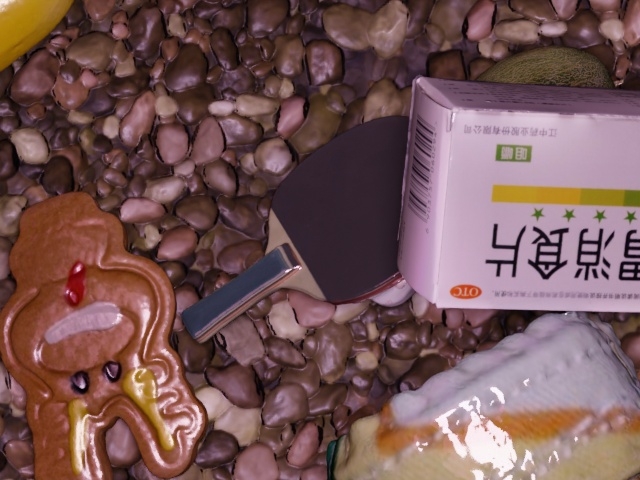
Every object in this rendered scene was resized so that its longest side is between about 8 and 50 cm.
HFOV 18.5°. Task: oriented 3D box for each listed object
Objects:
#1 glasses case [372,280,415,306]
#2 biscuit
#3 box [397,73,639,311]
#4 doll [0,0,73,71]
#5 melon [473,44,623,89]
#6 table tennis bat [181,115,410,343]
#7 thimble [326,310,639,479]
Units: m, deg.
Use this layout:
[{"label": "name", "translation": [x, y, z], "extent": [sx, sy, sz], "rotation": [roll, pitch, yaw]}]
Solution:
[{"label": "glasses case", "translation": [0.098, -0.009, 1.826], "extent": [0.164, 0.041, 0.063], "rotation": [-46, 71, -1]}, {"label": "biscuit", "translation": [-0.218, 0.098, 1.866], "extent": [0.186, 0.044, 0.295], "rotation": [-21, 78, 4]}, {"label": "box", "translation": [0.241, -0.038, 1.682], "extent": [0.333, 0.145, 0.173], "rotation": [2, 106, -12]}, {"label": "doll", "translation": [-0.433, -0.219, 1.903], "extent": [0.348, 0.161, 0.423], "rotation": [29, 82, 27]}, {"label": "melon", "translation": [0.200, -0.117, 1.788], "extent": [0.167, 0.114, 0.114], "rotation": [-19, 78, -4]}, {"label": "table tennis bat", "translation": [0.000, 0.000, 1.828], "extent": [0.301, 0.022, 0.173], "rotation": [-36, 56, 6]}, {"label": "thimble", "translation": [0.156, 0.183, 1.681], "extent": [0.288, 0.254, 0.167], "rotation": [-27, 80, -10]}]
